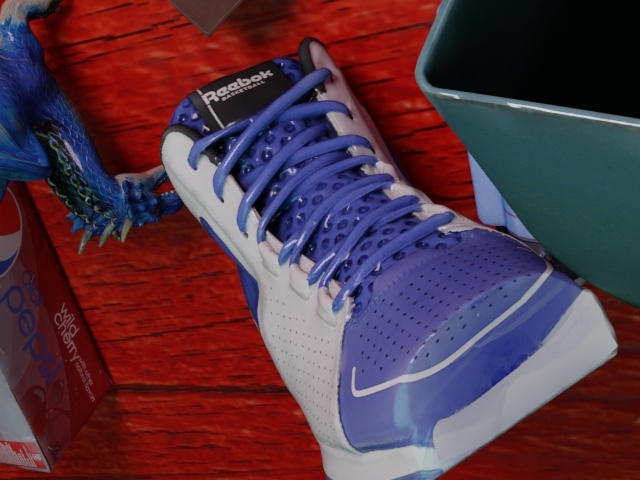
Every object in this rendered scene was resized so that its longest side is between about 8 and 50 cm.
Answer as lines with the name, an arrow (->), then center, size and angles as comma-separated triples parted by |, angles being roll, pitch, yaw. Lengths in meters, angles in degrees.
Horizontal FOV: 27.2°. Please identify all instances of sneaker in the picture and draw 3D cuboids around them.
sneaker -> 0.000, 0.000, 0.638 | 0.182, 0.127, 0.315 | 58, 172, -11

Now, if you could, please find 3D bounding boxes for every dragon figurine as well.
dragon figurine -> -0.195, -0.059, 0.706 | 0.085, 0.289, 0.144 | -24, 76, 37

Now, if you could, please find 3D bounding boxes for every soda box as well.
soda box -> -0.233, 0.027, 0.873 | 0.083, 0.092, 0.263 | 2, 128, 26

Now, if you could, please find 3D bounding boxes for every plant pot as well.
plant pot -> 0.167, -0.050, 0.454 | 0.166, 0.165, 0.234 | 13, 161, 28

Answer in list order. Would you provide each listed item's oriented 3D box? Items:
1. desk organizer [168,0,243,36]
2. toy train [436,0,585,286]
desk organizer -> -0.032, -0.160, 0.641 | 0.050, 0.047, 0.130 | 41, 135, -12
toy train -> 0.106, -0.057, 0.614 | 0.080, 0.105, 0.184 | 6, 129, 24
